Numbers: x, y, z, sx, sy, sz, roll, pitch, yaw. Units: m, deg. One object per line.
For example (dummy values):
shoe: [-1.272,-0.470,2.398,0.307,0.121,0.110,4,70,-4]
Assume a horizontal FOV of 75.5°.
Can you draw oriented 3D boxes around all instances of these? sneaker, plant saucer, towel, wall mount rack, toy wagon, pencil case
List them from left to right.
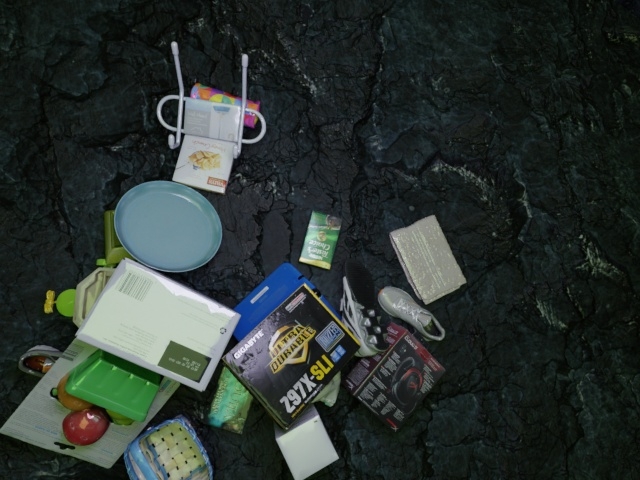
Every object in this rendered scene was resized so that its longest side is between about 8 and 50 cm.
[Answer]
sneaker: [-0.742,0.375,1.217,0.271,0.108,0.100,10,81,-11]
toy wagon: [-0.650,0.191,1.273,0.344,0.068,0.267,4,83,-8]
plant saucer: [-0.576,-0.032,1.285,0.188,0.045,0.188,-9,66,-14]
plant saucer: [-0.465,-0.041,1.275,0.317,0.044,0.318,17,53,-25]
wall mount rack: [-0.340,-0.421,1.272,0.350,0.130,0.304,8,107,-5]
pencil case: [-0.320,-0.452,1.381,0.236,0.104,0.104,17,81,-7]
sneaker: [0.015,0.475,1.282,0.080,0.212,0.094,-8,88,27]
sneaker: [0.110,0.222,1.362,0.122,0.146,0.331,10,55,-35]
sneaker: [0.314,0.243,1.388,0.262,0.121,0.099,36,79,-3]
towel: [0.378,0.066,1.456,0.187,0.049,0.282,-23,87,-12]

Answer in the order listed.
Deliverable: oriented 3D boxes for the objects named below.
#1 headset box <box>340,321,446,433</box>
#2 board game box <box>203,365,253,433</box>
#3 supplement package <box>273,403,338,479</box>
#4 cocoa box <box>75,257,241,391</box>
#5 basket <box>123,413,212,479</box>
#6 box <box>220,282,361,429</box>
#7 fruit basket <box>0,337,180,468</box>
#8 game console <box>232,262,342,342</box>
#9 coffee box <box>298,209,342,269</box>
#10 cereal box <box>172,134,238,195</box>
headset box: [0.247,0.429,1.339,0.218,0.110,0.293,46,79,-17]
board game box: [-0.279,0.503,1.315,0.126,0.026,0.186,19,81,-6]
supplement package: [-0.053,0.575,1.231,0.134,0.244,0.139,-25,88,-11]
cocoa box: [-0.437,0.230,1.164,0.347,0.228,0.231,29,77,-13]
basket: [-0.418,0.633,1.145,0.201,0.289,0.255,-29,86,-16]
box: [-0.079,0.322,1.182,0.322,0.079,0.257,-40,86,-27]
fruit basket: [-0.642,0.466,1.178,0.327,0.165,0.353,38,100,-27]
game console: [-0.119,0.268,1.367,0.293,0.173,0.250,-43,60,-11]
coffee box: [0.000,0.000,1.407,0.113,0.040,0.184,17,81,-7]
cereal box: [-0.374,-0.286,1.378,0.173,0.047,0.240,13,82,-7]
